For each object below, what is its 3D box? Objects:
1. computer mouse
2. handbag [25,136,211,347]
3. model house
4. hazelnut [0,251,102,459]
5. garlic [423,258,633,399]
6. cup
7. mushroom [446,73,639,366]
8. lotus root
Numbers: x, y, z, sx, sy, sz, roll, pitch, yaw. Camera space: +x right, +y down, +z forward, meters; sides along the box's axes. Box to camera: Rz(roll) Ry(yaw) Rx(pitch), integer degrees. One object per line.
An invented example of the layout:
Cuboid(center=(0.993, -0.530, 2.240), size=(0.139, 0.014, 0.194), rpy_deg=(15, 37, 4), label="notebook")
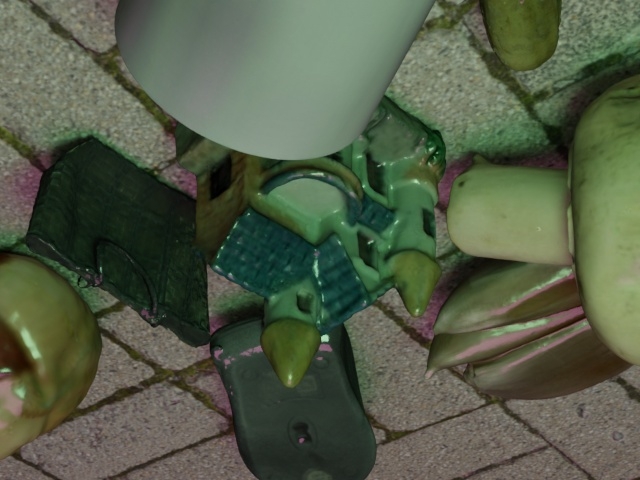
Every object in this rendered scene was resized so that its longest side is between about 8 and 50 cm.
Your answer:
Cuboid(center=(-0.033, 0.204, 1.765), size=(0.188, 0.122, 0.371), rpy_deg=(-10, 133, 5), label="computer mouse")
Cuboid(center=(-0.220, 0.004, 1.475), size=(0.088, 0.175, 0.270), rpy_deg=(-31, 134, 29), label="handbag")
Cuboid(center=(0.000, 0.000, 1.358), size=(0.267, 0.325, 0.194), rpy_deg=(32, 133, -33), label="model house")
Cuboid(center=(-0.399, 0.139, 1.633), size=(0.241, 0.261, 0.261), rpy_deg=(14, 152, 36), label="hazelnut")
Cuboid(center=(0.290, 0.094, 1.624), size=(0.325, 0.132, 0.279), rpy_deg=(-25, 134, 23), label="garlic")
Cuboid(center=(-0.006, -0.264, 1.094), size=(0.253, 0.253, 0.371), rpy_deg=(15, 137, -18), label="cup")
Cuboid(center=(0.309, -0.020, 1.383), size=(0.336, 0.314, 0.314), rpy_deg=(3, 146, 32), label="mushroom")
Cuboid(center=(0.189, -0.242, 1.249), size=(0.077, 0.090, 0.183), rpy_deg=(2, 145, 16), label="lotus root")
